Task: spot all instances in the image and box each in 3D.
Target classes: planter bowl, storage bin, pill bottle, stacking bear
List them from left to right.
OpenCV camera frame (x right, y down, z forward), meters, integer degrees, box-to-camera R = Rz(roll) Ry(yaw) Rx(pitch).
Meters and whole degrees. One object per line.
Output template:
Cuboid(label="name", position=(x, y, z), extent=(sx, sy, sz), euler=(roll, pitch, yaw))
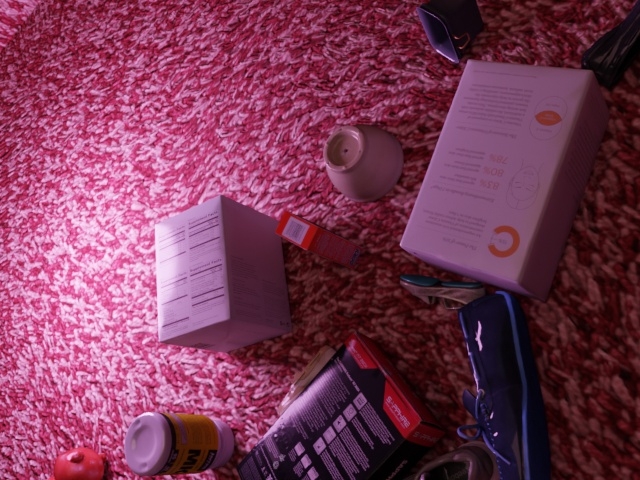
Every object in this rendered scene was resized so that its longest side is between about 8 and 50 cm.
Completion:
Cuboid(label="stacking bear", position=(-0.615, 0.622, 1.477), extent=(0.164, 0.175, 0.289), euler=(25, 83, 39))
Cuboid(label="pill bottle", position=(-0.279, 0.411, 1.275), extent=(0.119, 0.208, 0.119), euler=(-11, 69, 32))
Cuboid(label="planter bowl", position=(0.074, -0.168, 1.279), extent=(0.162, 0.109, 0.162), euler=(-10, 71, 31))
Cuboid(label="storage bin", position=(0.263, -0.427, 1.224), extent=(0.091, 0.135, 0.098), euler=(-46, 55, 2))

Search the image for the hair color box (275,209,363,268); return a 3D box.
Cuboid(label="hair color box", position=(0.000, 0.000, 1.239), extent=(0.093, 0.167, 0.053), euler=(27, 91, 36))

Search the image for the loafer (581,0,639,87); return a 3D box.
Cuboid(label="loafer", position=(0.540, -0.349, 1.046), extent=(0.223, 0.076, 0.078), euler=(-46, 61, 19))

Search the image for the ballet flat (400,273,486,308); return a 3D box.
Cuboid(label="ballet flat", position=(0.215, 0.096, 1.138), extent=(0.168, 0.057, 0.052), euler=(6, 103, 37))

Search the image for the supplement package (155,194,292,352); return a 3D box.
Cuboid(label="supplement package", position=(-0.208, 0.079, 1.335), extent=(0.198, 0.199, 0.263), euler=(-21, 65, 28))

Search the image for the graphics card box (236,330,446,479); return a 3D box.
Cuboid(label="graphics card box", position=(0.023, 0.378, 1.131), extent=(0.371, 0.094, 0.233), euler=(-50, 43, 9))

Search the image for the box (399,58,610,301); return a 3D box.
Cuboid(label="box", position=(0.313, -0.102, 1.060), extent=(0.215, 0.168, 0.345), euler=(18, 86, 36))

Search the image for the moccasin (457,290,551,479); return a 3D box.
Cuboid(label="moccasin", position=(0.287, 0.255, 1.007), extent=(0.116, 0.137, 0.342), euler=(-16, 53, 28))

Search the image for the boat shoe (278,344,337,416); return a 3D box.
Cuboid(label="boat shoe", position=(-0.025, 0.278, 1.241), extent=(0.170, 0.063, 0.059), euler=(-46, 53, 3))

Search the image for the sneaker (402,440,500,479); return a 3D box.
Cuboid(label="sneaker", position=(0.167, 0.414, 1.028), extent=(0.262, 0.121, 0.099), euler=(-45, 55, 15))
